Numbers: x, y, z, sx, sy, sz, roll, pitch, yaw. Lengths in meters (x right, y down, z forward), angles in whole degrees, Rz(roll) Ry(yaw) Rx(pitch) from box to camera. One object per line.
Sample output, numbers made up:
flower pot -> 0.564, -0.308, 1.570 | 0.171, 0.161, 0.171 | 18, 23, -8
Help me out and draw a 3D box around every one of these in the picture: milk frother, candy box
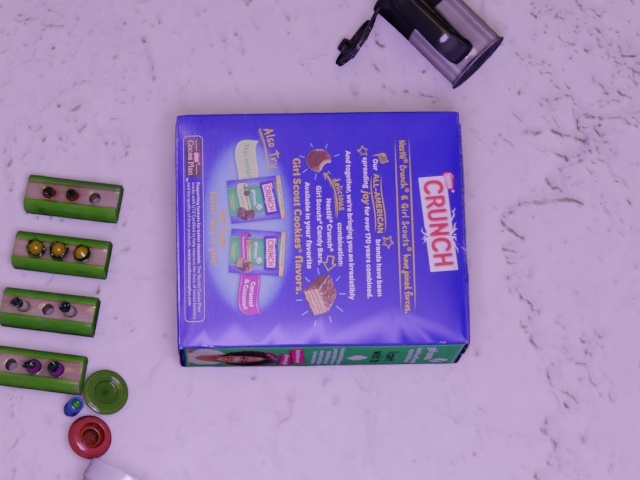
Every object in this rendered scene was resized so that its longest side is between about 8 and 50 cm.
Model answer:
milk frother -> 0.110, -0.226, 1.935 | 0.135, 0.129, 0.143 | 46, 122, 7
candy box -> 0.000, 0.000, 1.857 | 0.317, 0.122, 0.268 | -1, 77, -2

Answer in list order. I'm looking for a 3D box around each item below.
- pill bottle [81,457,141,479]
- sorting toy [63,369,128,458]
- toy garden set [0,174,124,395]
pill bottle -> -0.251, 0.347, 1.769 | 0.121, 0.121, 0.216 | 26, 78, 3
sorting toy -> -0.254, 0.193, 1.849 | 0.061, 0.042, 0.102 | 23, 65, -13
toy garden set -> -0.343, 0.037, 1.852 | 0.204, 0.049, 0.244 | 7, 72, 7
